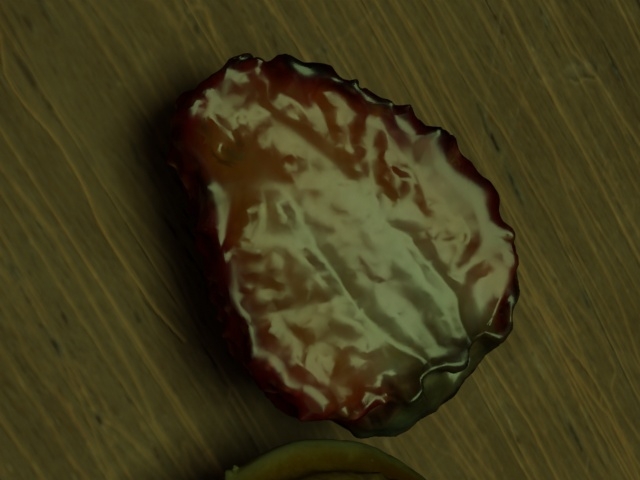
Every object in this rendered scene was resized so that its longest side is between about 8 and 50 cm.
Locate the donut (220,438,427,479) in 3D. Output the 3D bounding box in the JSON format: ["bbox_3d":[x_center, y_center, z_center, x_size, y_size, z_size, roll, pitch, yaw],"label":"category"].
[{"bbox_3d":[-0.004,0.375,1.451,0.449,0.198,0.449,6,80,-37],"label":"donut"}]

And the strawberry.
[{"bbox_3d":[0.000,0.000,1.531,0.265,0.149,0.336,-44,103,-18],"label":"strawberry"}]
